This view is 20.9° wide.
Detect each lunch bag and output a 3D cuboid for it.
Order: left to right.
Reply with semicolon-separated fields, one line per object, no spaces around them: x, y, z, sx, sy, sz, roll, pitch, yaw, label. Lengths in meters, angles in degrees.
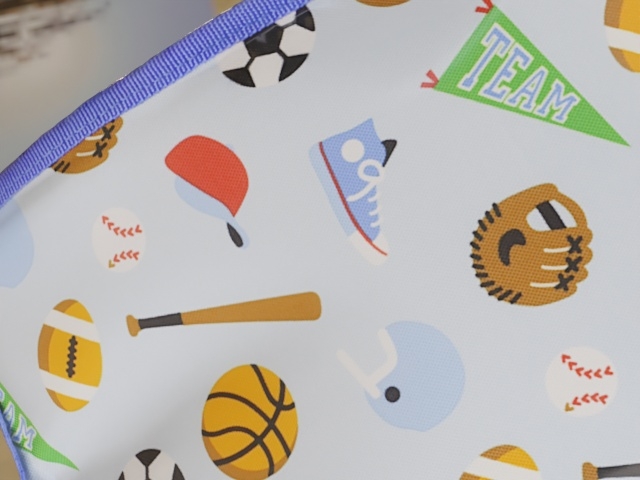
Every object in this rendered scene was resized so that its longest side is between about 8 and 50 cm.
0.036;0.048;0.829;0.328;0.385;0.239;60;4;11;lunch bag
